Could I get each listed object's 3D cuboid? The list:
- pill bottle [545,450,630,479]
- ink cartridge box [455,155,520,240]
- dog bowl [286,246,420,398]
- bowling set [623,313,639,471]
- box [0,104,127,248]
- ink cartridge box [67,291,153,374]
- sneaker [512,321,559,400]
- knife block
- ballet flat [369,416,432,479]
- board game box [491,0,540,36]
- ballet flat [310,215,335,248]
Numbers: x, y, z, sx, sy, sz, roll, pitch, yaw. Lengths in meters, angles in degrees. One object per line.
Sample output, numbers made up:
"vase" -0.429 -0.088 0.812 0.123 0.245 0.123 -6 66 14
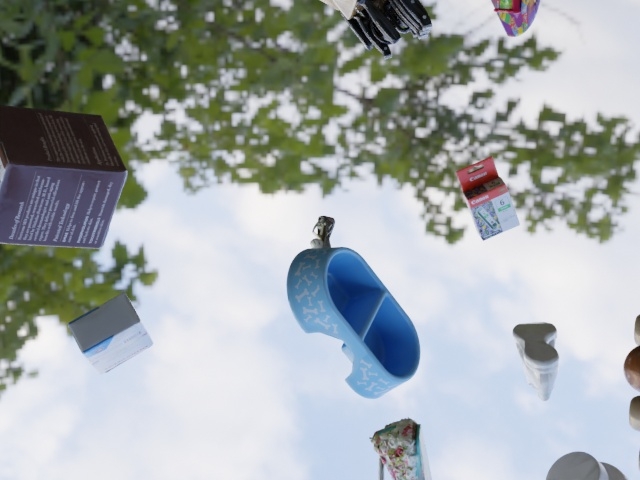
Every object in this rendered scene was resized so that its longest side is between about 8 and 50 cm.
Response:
"pill bottle" 0.483 0.461 2.021 0.136 0.246 0.136 -27 -142 24
"ink cartridge box" 0.248 -0.062 1.769 0.063 0.115 0.029 -24 -151 2
"dog bowl" 0.064 0.133 2.009 0.074 0.297 0.166 -21 -153 40
"bowling set" 0.424 0.158 1.315 0.154 0.287 0.200 3 -175 24
"box" -0.451 -0.104 1.955 0.203 0.167 0.168 3 -142 -31
"ink cartridge box" -0.284 0.128 1.625 0.088 0.122 0.052 -29 -109 -9
"sneaker" 0.380 0.211 2.097 0.080 0.094 0.212 -3 -163 9
"knife block" 0.058 -0.420 1.839 0.088 0.276 0.242 -38 -138 -13
"ballet flat" 0.123 0.354 1.674 0.077 0.241 0.091 -8 -160 13
"board game box" 0.286 -0.401 1.859 0.033 0.133 0.169 -6 -120 -21
"ballet flat" 0.000 0.000 2.179 0.041 0.041 0.114 4 -128 6
